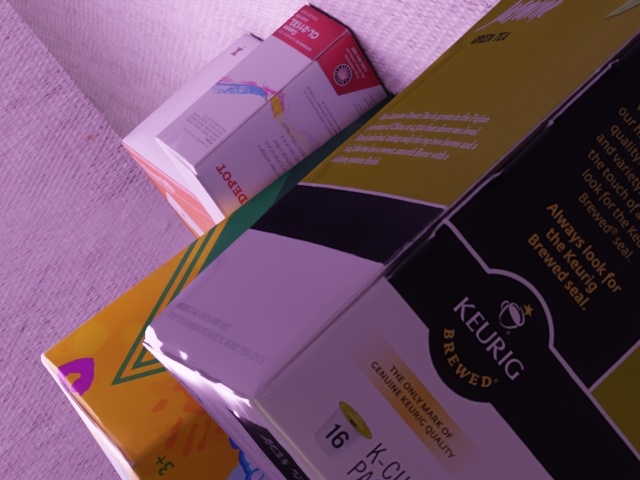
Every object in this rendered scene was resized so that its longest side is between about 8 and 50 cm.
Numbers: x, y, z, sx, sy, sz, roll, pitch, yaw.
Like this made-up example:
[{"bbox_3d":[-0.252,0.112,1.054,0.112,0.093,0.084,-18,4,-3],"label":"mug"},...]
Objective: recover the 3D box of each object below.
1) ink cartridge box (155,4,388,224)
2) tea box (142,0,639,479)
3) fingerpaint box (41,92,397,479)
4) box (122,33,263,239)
[{"bbox_3d":[-0.032,-0.089,1.547,0.072,0.175,0.127,38,166,46],"label":"ink cartridge box"},{"bbox_3d":[0.151,0.070,0.909,0.329,0.323,0.220,51,169,-15],"label":"tea box"},{"bbox_3d":[0.026,0.162,1.595,0.163,0.371,0.445,42,163,42],"label":"fingerpaint box"},{"bbox_3d":[0.000,0.000,1.790,0.345,0.168,0.215,54,169,-33],"label":"box"}]
